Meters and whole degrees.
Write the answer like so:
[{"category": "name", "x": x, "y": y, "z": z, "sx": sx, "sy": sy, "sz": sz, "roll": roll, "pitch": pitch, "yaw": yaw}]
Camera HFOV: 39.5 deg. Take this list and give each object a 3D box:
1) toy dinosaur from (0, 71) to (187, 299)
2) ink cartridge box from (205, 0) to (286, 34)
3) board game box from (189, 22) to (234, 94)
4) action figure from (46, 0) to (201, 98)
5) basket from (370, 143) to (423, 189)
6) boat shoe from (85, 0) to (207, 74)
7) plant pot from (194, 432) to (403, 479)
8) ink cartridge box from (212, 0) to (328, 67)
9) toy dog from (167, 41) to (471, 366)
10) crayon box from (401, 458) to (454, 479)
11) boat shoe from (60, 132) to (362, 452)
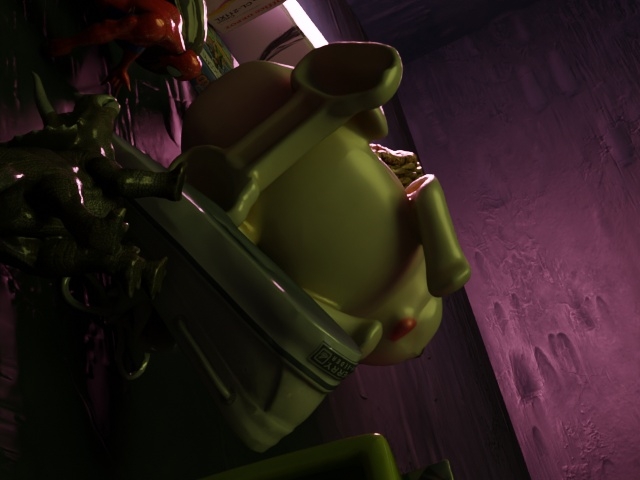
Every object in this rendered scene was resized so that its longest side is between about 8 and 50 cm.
[{"category": "toy dinosaur", "x": -0.188, "y": -0.022, "z": 0.597, "sx": 0.313, "sy": 0.160, "sz": 0.121, "roll": -59, "pitch": 162, "yaw": -71}, {"category": "ink cartridge box", "x": -0.127, "y": -0.370, "z": 1.238, "sx": 0.072, "sy": 0.127, "sz": 0.175, "roll": 68, "pitch": 14, "yaw": 14}, {"category": "board game box", "x": -0.184, "y": -0.287, "z": 1.236, "sx": 0.201, "sy": 0.035, "sz": 0.136, "roll": 55, "pitch": 18, "yaw": -39}, {"category": "action figure", "x": -0.245, "y": -0.233, "z": 0.862, "sx": 0.280, "sy": 0.139, "sz": 0.091, "roll": 40, "pitch": 23, "yaw": -10}, {"category": "basket", "x": 0.049, "y": -0.113, "z": 1.447, "sx": 0.223, "sy": 0.213, "sz": 0.299, "roll": 67, "pitch": 14, "yaw": -1}, {"category": "boat shoe", "x": -0.248, "y": -0.331, "z": 0.938, "sx": 0.355, "sy": 0.132, "sz": 0.130, "roll": 59, "pitch": 23, "yaw": 5}, {"category": "plant pot", "x": -0.023, "y": 0.292, "z": 0.557, "sx": 0.227, "sy": 0.228, "sz": 0.207, "roll": -95, "pitch": 164, "yaw": -52}, {"category": "ink cartridge box", "x": -0.061, "y": -0.308, "z": 1.441, "sx": 0.273, "sy": 0.114, "sz": 0.197, "roll": 53, "pitch": 14, "yaw": 3}, {"category": "toy dog", "x": 0.000, "y": 0.000, "z": 1.093, "sx": 0.395, "sy": 0.284, "sz": 0.408, "roll": 24, "pitch": -25, "yaw": 52}, {"category": "crayon box", "x": 0.054, "y": 0.363, "z": 0.745, "sx": 0.083, "sy": 0.203, "sz": 0.323, "roll": 43, "pitch": 27, "yaw": -57}, {"category": "boat shoe", "x": -0.129, "y": 0.043, "z": 0.742, "sx": 0.367, "sy": 0.156, "sz": 0.136, "roll": 41, "pitch": 2, "yaw": 36}]
